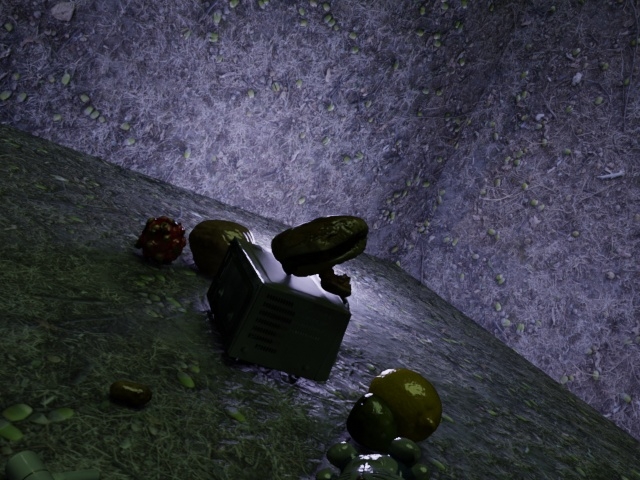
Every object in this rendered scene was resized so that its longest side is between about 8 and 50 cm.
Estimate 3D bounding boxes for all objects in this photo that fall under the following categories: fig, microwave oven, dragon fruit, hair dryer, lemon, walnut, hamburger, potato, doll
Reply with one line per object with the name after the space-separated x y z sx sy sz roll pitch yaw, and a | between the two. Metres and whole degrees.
0.142 0.457 1.488 0.156 0.123 0.123 37 11 7 | fig
-0.130 0.200 1.758 0.333 0.247 0.394 20 11 -23 | microwave oven
-0.530 -0.006 2.028 0.167 0.172 0.160 -9 52 -25 | dragon fruit
-0.386 0.350 0.903 0.082 0.047 0.137 32 6 35 | hair dryer
0.219 0.433 1.607 0.187 0.186 0.244 19 10 -36 | lemon
-0.357 0.028 2.207 0.261 0.225 0.225 17 4 31 | walnut
-0.002 0.001 1.709 0.285 0.265 0.134 9 -56 64 | hamburger
-0.373 0.300 1.201 0.083 0.040 0.051 17 -11 -18 | potato
0.092 0.477 1.155 0.228 0.154 0.258 -6 -5 13 | doll

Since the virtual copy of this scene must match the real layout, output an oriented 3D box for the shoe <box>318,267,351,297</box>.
0.040 0.115 1.712 0.109 0.072 0.069 18 50 -9 | shoe
